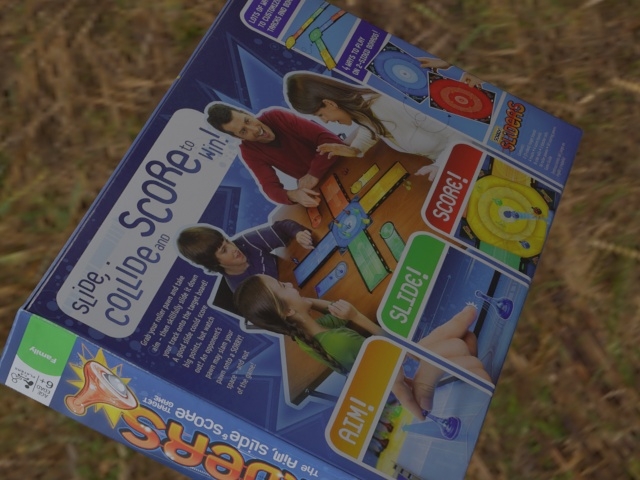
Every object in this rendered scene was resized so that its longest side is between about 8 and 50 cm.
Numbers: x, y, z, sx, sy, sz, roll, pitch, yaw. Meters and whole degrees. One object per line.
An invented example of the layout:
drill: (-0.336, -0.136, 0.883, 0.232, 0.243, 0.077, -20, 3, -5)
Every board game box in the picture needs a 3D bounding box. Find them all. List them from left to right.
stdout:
board game box: (0.000, 0.000, 0.593, 0.136, 0.201, 0.035, 27, 132, 0)
